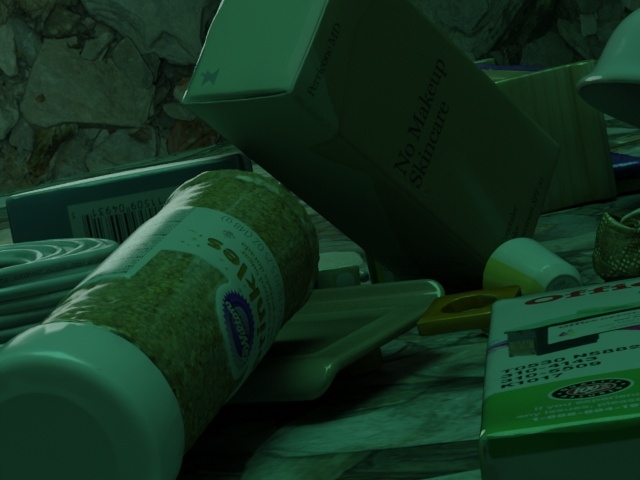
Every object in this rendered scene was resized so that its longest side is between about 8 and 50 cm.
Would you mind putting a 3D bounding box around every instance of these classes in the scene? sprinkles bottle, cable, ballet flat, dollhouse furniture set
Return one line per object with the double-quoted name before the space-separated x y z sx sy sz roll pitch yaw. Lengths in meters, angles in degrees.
"sprinkles bottle" -0.100 0.060 1.182 0.121 0.121 0.355 -8 16 17
"cable" -0.250 0.057 1.338 0.257 0.089 0.257 -4 9 37
"ballet flat" 0.313 -0.010 1.519 0.206 0.067 0.073 -8 7 10
"dollhouse furniture set" 0.000 0.000 1.690 0.081 0.114 0.091 -6 5 -2

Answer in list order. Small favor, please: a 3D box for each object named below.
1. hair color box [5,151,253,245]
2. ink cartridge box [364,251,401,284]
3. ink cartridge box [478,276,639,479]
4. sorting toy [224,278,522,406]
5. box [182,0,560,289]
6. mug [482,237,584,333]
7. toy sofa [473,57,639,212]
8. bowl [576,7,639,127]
"hair color box" -0.145 -0.007 1.670 0.185 0.113 0.374 -10 4 0
"ink cartridge box" 0.073 -0.022 1.761 0.062 0.109 0.209 -10 8 6
"ink cartridge box" 0.173 0.088 0.818 0.201 0.117 0.278 -9 7 7
"sorting toy" -0.024 0.084 1.369 0.348 0.047 0.196 -6 14 31
"box" 0.048 -0.093 1.568 0.121 0.148 0.311 1 -27 43
"mug" 0.159 0.041 1.441 0.062 0.078 0.064 23 1 -29
"toy sofa" 0.228 -0.126 2.160 0.177 0.150 0.362 -13 8 -11
"bowl" 0.403 -0.169 1.869 0.298 0.134 0.298 15 -4 1
